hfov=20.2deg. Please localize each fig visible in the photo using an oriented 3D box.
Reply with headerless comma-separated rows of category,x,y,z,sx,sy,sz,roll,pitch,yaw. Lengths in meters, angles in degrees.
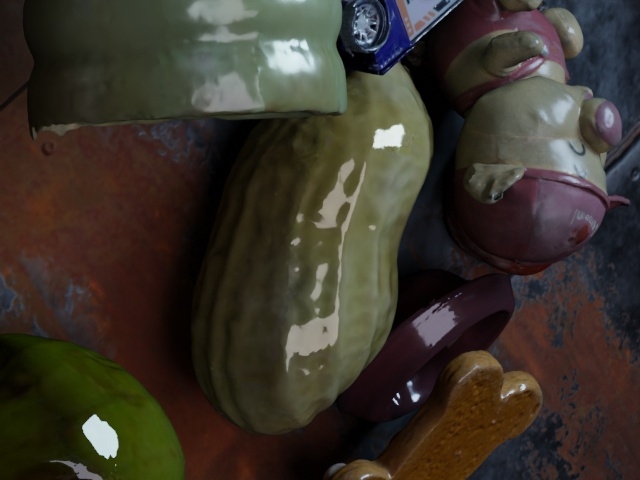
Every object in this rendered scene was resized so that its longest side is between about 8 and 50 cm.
fig,-0.218,0.189,1.369,0.239,0.239,0.271,-68,158,0

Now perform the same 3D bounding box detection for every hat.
hat,0.086,0.084,1.633,0.205,0.089,0.205,-36,162,-14

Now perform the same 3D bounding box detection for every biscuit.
biscuit,0.065,0.231,1.668,0.324,0.049,0.205,-51,148,4

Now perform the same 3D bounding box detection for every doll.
doll,0.184,-0.102,1.569,0.196,0.152,0.256,6,65,-33

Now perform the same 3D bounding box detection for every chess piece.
chess piece,-0.103,-0.297,1.241,0.234,0.234,0.442,-7,96,-37

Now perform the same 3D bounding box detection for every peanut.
peanut,-0.005,-0.001,1.509,0.174,0.158,0.340,14,91,-15

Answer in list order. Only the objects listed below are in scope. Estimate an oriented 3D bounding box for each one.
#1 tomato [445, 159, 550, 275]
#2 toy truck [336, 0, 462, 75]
tomato,0.202,-0.034,1.703,0.159,0.091,0.139,41,79,-41
toy truck,0.008,-0.281,1.453,0.155,0.124,0.268,-42,128,-29
